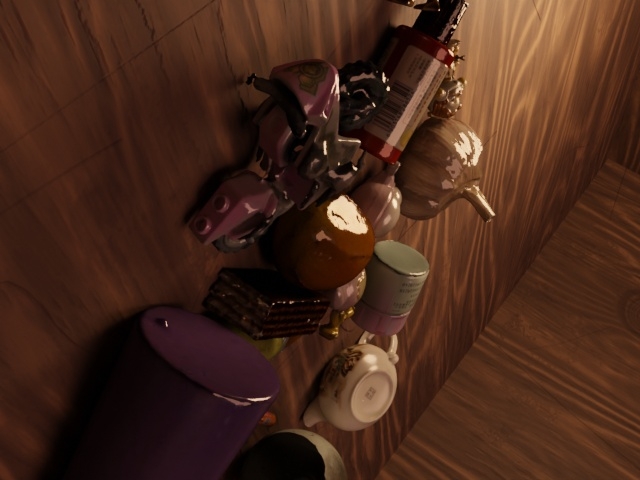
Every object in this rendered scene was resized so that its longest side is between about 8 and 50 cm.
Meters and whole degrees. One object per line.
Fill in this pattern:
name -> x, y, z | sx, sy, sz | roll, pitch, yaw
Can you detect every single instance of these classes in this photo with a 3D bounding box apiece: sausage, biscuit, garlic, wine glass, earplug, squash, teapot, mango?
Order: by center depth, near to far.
earplug -> -0.252, 0.330, 1.255 | 0.456, 0.215, 0.215 | -60, 159, 14
biscuit -> -0.079, 0.099, 1.441 | 0.070, 0.106, 0.252 | -62, 159, 8
mango -> 0.000, 0.000, 1.441 | 0.166, 0.136, 0.236 | -54, 156, -7
squash -> -0.129, 0.169, 1.467 | 0.083, 0.083, 0.250 | -59, 161, 4
garlic -> 0.250, -0.115, 1.734 | 0.218, 0.212, 0.218 | -49, 164, -19
sausage -> -0.118, 0.354, 1.823 | 0.031, 0.031, 0.107 | -56, 159, -6
wine glass -> -0.053, 0.526, 1.945 | 0.238, 0.238, 0.323 | -52, 156, -16
teapot -> 0.087, 0.327, 2.099 | 0.298, 0.139, 0.204 | -48, 125, -16

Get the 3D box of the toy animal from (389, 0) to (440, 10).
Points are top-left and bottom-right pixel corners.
toy animal -> 0.160, -0.420, 1.292 | 0.188, 0.089, 0.179 | -18, 121, -52

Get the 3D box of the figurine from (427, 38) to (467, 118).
figurine -> 0.225, -0.289, 1.646 | 0.101, 0.068, 0.143 | -50, 146, -30

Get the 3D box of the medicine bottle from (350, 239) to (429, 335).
medicine bottle -> 0.139, 0.100, 1.894 | 0.135, 0.135, 0.168 | -25, 142, -55

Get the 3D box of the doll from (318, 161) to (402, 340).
doll -> 0.068, 0.010, 1.657 | 0.365, 0.094, 0.160 | -67, 172, 31

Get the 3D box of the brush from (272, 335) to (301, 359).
brush -> -0.123, 0.208, 1.617 | 0.336, 0.020, 0.085 | -28, 144, -52

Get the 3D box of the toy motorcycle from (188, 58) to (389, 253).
toy motorcycle -> -0.053, -0.115, 1.177 | 0.327, 0.143, 0.188 | -47, 153, 13

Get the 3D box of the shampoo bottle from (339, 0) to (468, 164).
shampoo bottle -> 0.139, -0.262, 1.421 | 0.278, 0.104, 0.104 | -61, 159, 8
